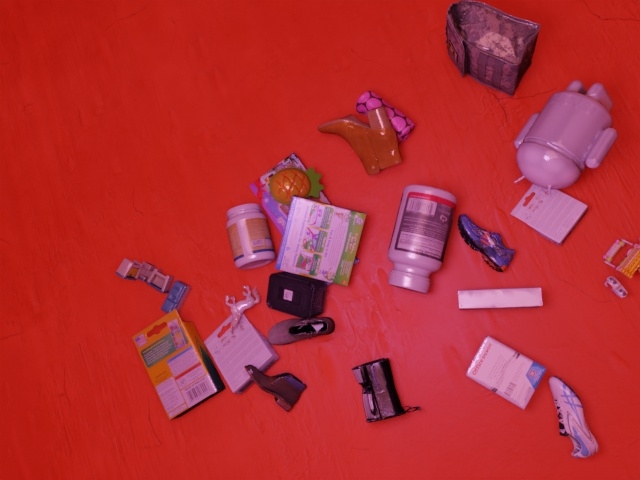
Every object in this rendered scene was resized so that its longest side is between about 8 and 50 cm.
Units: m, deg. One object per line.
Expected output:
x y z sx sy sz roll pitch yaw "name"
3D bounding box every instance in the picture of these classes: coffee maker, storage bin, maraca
0.201 0.464 1.741 0.171 0.120 0.178 -12 79 -11 "coffee maker"
-0.081 0.178 1.827 0.180 0.084 0.122 12 100 30 "storage bin"
-0.080 -0.184 1.849 0.185 0.099 0.127 -11 89 -14 "maraca"

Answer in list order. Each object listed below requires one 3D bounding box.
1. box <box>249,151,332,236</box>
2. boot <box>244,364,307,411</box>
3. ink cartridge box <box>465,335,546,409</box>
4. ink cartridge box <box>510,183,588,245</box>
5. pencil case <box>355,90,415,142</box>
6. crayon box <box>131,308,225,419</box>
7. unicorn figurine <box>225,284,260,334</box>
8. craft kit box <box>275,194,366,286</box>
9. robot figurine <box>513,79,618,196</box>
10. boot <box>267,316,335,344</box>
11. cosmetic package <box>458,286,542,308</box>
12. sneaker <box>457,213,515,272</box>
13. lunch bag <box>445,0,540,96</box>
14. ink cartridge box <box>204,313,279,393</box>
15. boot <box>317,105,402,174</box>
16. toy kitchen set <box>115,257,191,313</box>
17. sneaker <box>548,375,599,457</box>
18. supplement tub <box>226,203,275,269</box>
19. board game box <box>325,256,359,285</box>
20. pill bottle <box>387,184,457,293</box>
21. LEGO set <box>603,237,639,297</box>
-0.088 -0.133 1.921 0.200 0.057 0.293 -36 75 6 "box"
-0.146 0.455 1.816 0.106 0.082 0.219 -46 107 -6 "boot"
0.555 0.394 1.664 0.190 0.082 0.140 29 89 18 "ink cartridge box"
0.714 -0.088 1.727 0.179 0.045 0.145 39 93 35 "ink cartridge box"
0.218 -0.415 1.870 0.209 0.098 0.095 43 49 17 "pencil case"
-0.497 0.428 1.931 0.203 0.083 0.323 -32 76 8 "crayon box"
-0.279 0.228 1.905 0.161 0.060 0.111 -37 59 6 "unicorn figurine"
0.000 0.000 1.795 0.246 0.061 0.250 15 98 1 "craft kit box"
0.728 -0.303 1.661 0.354 0.199 0.300 -58 35 0 "robot figurine"
-0.079 0.289 1.802 0.246 0.161 0.084 -14 79 12 "boot"
0.545 0.179 1.690 0.238 0.099 0.061 -3 81 13 "cosmetic package"
0.520 -0.002 1.743 0.087 0.083 0.221 -40 79 -8 "sneaker"
0.516 -0.611 1.743 0.286 0.235 0.169 31 88 17 "lunch bag"
-0.276 0.380 1.909 0.189 0.066 0.232 -44 53 5 "ink cartridge box"
0.129 -0.322 1.871 0.295 0.104 0.211 -4 108 41 "boot"
-0.601 0.167 1.953 0.207 0.166 0.122 26 89 17 "toy kitchen set"
0.719 0.511 1.600 0.086 0.085 0.237 -20 77 -5 "sneaker"
-0.243 -0.013 1.898 0.144 0.144 0.200 -17 78 11 "supplement tub"
0.001 0.035 1.846 0.160 0.039 0.211 -39 97 6 "board game box"
0.311 -0.001 1.737 0.176 0.176 0.319 13 85 16 "pill bottle"
0.950 0.034 1.626 0.287 0.107 0.132 -35 110 3 "LEGO set"
